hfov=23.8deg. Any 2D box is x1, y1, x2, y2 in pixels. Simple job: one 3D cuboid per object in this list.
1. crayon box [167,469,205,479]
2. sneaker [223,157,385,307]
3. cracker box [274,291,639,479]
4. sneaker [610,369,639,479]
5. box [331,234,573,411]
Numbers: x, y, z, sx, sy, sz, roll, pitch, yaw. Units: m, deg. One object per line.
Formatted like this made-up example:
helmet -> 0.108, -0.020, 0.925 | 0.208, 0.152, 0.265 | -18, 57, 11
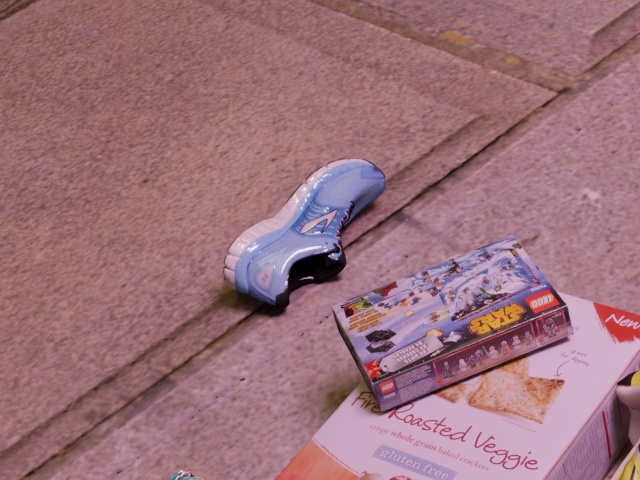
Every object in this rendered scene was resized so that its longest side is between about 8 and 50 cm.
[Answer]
crayon box -> 0.022, 0.241, 0.697 | 0.278, 0.165, 0.081 | 30, 52, 13
sneaker -> 0.000, 0.000, 1.208 | 0.073, 0.063, 0.162 | 35, 62, 26
cracker box -> 0.102, 0.124, 0.985 | 0.155, 0.067, 0.232 | 16, 46, 35
sneaker -> 0.221, 0.194, 0.816 | 0.147, 0.145, 0.385 | -13, 27, 25
box -> 0.085, 0.053, 1.005 | 0.137, 0.027, 0.094 | -21, 34, -5
